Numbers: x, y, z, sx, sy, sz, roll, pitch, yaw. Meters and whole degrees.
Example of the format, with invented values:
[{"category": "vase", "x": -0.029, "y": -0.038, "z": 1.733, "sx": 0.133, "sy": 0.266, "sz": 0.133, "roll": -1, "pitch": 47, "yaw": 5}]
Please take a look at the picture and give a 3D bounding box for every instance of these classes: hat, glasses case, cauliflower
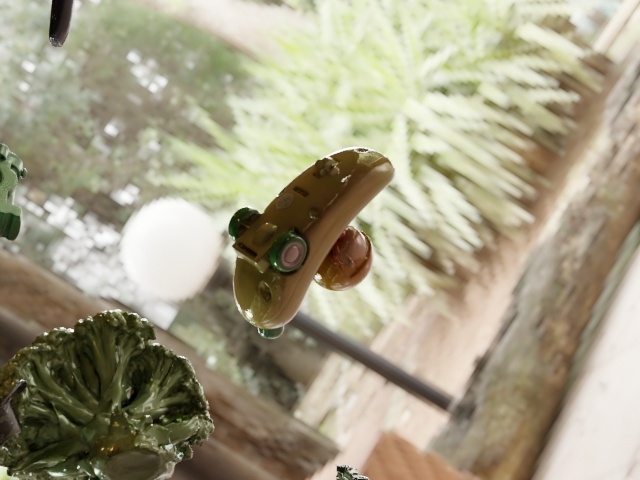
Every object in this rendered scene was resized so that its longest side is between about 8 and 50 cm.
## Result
[{"category": "hat", "x": -0.368, "y": 0.208, "z": 1.785, "sx": 0.121, "sy": 0.050, "sz": 0.121, "roll": -36, "pitch": 9, "yaw": 7}, {"category": "glasses case", "x": -0.267, "y": -0.244, "z": 1.635, "sx": 0.033, "sy": 0.023, "sz": 0.083, "roll": 121, "pitch": 154, "yaw": -83}, {"category": "cauliflower", "x": -0.262, "y": 0.236, "z": 1.962, "sx": 0.275, "sy": 0.272, "sz": 0.250, "roll": -35, "pitch": 36, "yaw": -16}]

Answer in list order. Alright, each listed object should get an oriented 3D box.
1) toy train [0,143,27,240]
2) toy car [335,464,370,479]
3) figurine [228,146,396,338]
[{"category": "toy train", "x": -0.481, "y": -0.077, "z": 2.285, "sx": 0.178, "sy": 0.104, "sz": 0.071, "roll": -97, "pitch": 25, "yaw": -52}, {"category": "toy car", "x": 0.041, "y": 0.298, "z": 1.839, "sx": 0.122, "sy": 0.035, "sz": 0.059, "roll": -170, "pitch": 87, "yaw": -73}, {"category": "figurine", "x": 0.000, "y": 0.000, "z": 2.349, "sx": 0.324, "sy": 0.222, "sz": 0.124, "roll": -47, "pitch": 44, "yaw": -13}]
